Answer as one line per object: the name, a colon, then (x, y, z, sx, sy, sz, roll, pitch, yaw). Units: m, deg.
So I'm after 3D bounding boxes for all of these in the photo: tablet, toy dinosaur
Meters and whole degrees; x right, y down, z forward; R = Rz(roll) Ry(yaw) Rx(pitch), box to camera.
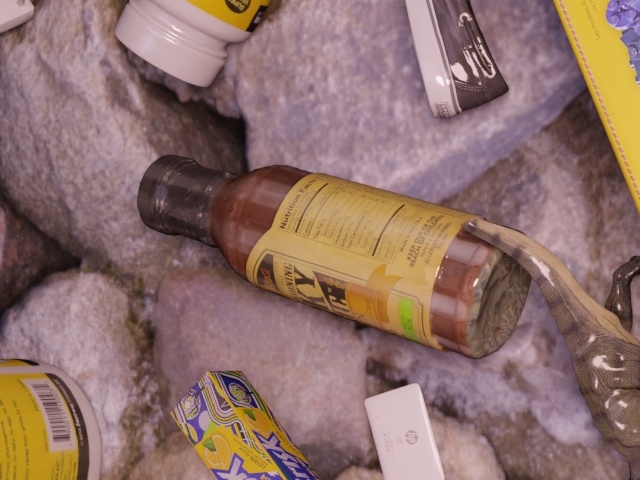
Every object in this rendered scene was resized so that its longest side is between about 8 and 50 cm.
tablet: (0.069, 0.164, 1.031, 0.054, 0.006, 0.083, -22, 76, 27)
toy dinosaur: (0.220, 0.074, 0.894, 0.118, 0.064, 0.268, -30, 89, -11)

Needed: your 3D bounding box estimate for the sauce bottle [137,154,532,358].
sauce bottle: (0.000, 0.000, 1.029, 0.344, 0.111, 0.111, 17, 95, 32)

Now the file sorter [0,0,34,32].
file sorter: (-0.428, -0.323, 1.194, 0.277, 0.193, 0.173, 55, 157, 10)

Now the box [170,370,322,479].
box: (-0.054, 0.193, 1.074, 0.059, 0.054, 0.169, -48, 65, 19)

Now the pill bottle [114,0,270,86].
pill bottle: (-0.089, -0.248, 1.094, 0.119, 0.119, 0.208, 39, 106, 27)

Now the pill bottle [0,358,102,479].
pill bottle: (-0.365, 0.198, 1.095, 0.188, 0.334, 0.188, -3, 84, 31)

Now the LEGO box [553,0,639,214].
LEGO box: (0.368, -0.110, 0.753, 0.372, 0.193, 0.500, -25, 74, 22)

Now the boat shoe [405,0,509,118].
boat shoe: (0.103, -0.214, 1.006, 0.076, 0.080, 0.228, -13, 76, 12)
